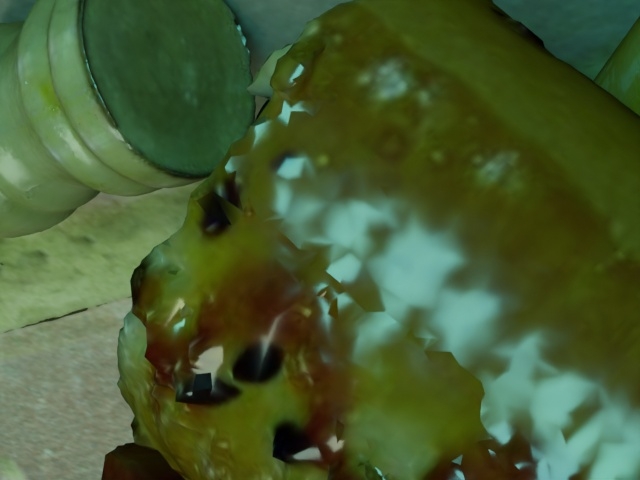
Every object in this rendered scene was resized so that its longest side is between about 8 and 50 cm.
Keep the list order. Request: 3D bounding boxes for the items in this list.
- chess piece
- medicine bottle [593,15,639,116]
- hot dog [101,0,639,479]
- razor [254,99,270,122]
[{"bbox_3d":[-0.124,-0.042,0.676,0.200,0.090,0.090,-18,130,40],"label":"chess piece"},{"bbox_3d":[0.109,0.003,0.617,0.108,0.108,0.426,22,142,-5],"label":"medicine bottle"},{"bbox_3d":[0.090,0.154,0.518,0.365,0.196,0.367,38,141,19],"label":"hot dog"},{"bbox_3d":[0.000,0.000,0.693,0.090,0.054,0.148,38,145,5],"label":"razor"}]
